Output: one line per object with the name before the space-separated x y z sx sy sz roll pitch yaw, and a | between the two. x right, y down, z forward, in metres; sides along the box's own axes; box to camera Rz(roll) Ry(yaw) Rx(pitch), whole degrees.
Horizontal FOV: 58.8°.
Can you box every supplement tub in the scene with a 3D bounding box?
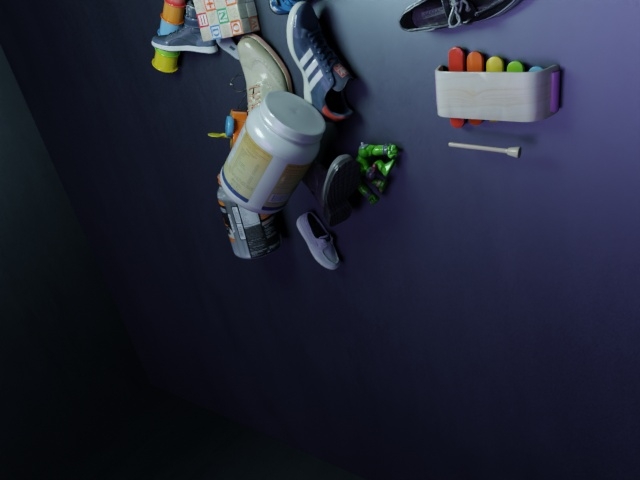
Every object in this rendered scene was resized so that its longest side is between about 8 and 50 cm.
supplement tub | -0.141 -0.257 1.678 0.228 0.228 0.316 45 128 11
supplement tub | -0.265 -0.108 2.093 0.193 0.193 0.316 9 122 39

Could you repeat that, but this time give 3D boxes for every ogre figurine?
ogre figurine | 0.152 -0.214 1.707 0.118 0.097 0.197 28 146 11

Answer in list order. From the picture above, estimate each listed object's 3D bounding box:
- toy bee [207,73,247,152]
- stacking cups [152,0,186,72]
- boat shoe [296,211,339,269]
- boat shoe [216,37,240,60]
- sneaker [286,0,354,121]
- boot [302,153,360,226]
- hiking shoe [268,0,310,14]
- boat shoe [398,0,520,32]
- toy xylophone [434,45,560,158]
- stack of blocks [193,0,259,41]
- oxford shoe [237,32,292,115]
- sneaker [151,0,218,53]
toy bee | -0.272 -0.388 1.963 0.195 0.298 0.162 22 172 -14
stacking cups | -0.515 -0.746 1.987 0.096 0.096 0.316 42 133 14
boat shoe | 0.000 -0.001 2.003 0.227 0.079 0.081 56 144 3
boat shoe | -0.292 -0.633 1.876 0.142 0.049 0.040 47 -178 21
sneaker | 0.016 -0.502 1.619 0.148 0.131 0.350 15 136 38
boot | 0.007 -0.203 1.745 0.222 0.118 0.338 57 159 21
hiking shoe | -0.062 -0.709 1.541 0.304 0.132 0.113 -20 102 48
boat shoe | 0.319 -0.550 1.312 0.306 0.105 0.113 5 120 41
toy xylophone | 0.410 -0.335 1.390 0.323 0.081 0.236 21 130 32
stack of blocks | -0.309 -0.781 1.744 0.171 0.087 0.297 3 116 33
oxford shoe | -0.173 -0.454 1.802 0.140 0.146 0.397 -11 110 47
sneaker | -0.461 -0.718 1.899 0.226 0.086 0.163 3 129 4
